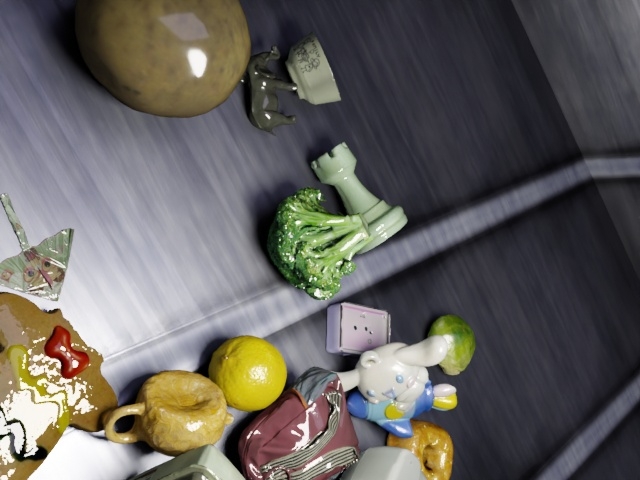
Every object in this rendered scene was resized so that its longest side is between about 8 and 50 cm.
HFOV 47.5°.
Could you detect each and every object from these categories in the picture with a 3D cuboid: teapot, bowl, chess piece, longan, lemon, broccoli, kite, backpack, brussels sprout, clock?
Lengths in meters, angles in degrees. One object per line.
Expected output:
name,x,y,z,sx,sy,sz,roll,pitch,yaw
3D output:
teapot,-0.324,0.399,1.596,0.311,0.203,0.167,0,122,-37
bowl,-0.030,-0.479,2.084,0.112,0.211,0.212,-23,96,0
chess piece,0.100,-0.129,2.107,0.194,0.194,0.299,-36,94,-41
longan,-0.353,-0.465,1.667,0.404,0.336,0.405,4,82,-30
lemon,-0.170,0.319,1.739,0.203,0.178,0.178,40,55,-43
broccoli,0.000,0.000,1.926,0.308,0.275,0.308,-20,90,-74
kite,-0.614,0.020,1.529,0.229,0.012,0.250,-32,100,-43
backpack,-0.054,0.497,1.773,0.317,0.197,0.283,-32,114,-38
brussels sprout,0.411,0.323,2.284,0.162,0.143,0.181,-71,150,-52
clock,0.110,0.261,2.074,0.193,0.073,0.145,16,69,-38

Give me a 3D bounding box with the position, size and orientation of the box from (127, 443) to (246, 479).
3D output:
box,-0.284,0.565,1.489,0.221,0.290,0.166,54,22,-18

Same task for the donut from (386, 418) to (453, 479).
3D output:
donut,0.288,0.628,2.113,0.226,0.113,0.227,11,73,-41

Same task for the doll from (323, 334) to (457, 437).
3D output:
doll,0.201,0.411,1.992,0.366,0.375,0.187,55,40,-43

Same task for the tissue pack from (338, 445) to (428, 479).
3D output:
tissue pack,0.186,0.717,1.925,0.333,0.236,0.229,56,40,-16

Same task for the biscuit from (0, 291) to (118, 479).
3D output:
biscuit,-0.604,0.313,1.418,0.394,0.076,0.368,-46,111,-39

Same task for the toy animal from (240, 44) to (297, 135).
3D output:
toy animal,-0.138,-0.415,1.998,0.146,0.114,0.245,-6,83,-43
